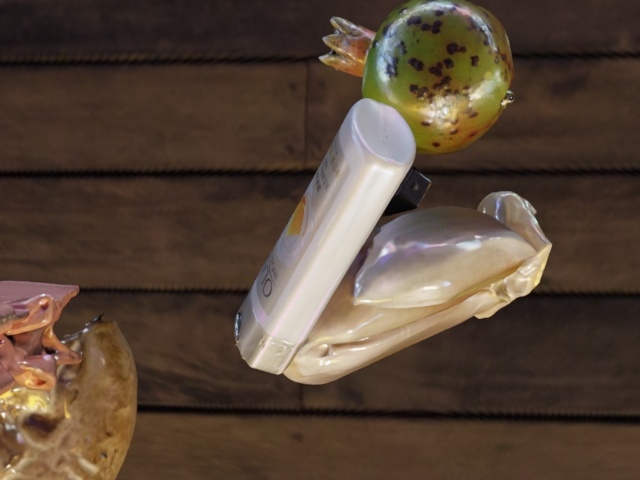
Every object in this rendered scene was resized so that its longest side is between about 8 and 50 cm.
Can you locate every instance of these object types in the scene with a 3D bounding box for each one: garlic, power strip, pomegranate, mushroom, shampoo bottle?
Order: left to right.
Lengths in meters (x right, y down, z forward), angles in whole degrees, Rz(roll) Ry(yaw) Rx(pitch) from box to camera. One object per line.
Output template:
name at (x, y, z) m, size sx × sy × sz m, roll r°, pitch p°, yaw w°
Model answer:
mushroom at (-0.257, 0.175, 1.114) m, size 0.286 × 0.156 × 0.151 m, roll -24°, pitch 89°, yaw -20°
shampoo bottle at (0.000, 0.000, 1.138) m, size 0.056 × 0.227 × 0.086 m, roll 19°, pitch 36°, yaw -16°
garlic at (0.069, 0.053, 1.493) m, size 0.325 × 0.279 × 0.132 m, roll -12°, pitch 67°, yaw -32°
power strip at (0.074, -0.047, 1.463) m, size 0.029 × 0.111 × 0.038 m, roll 36°, pitch 74°, yaw -14°
pomegranate at (0.097, -0.172, 1.446) m, size 0.205 × 0.159 × 0.159 m, roll 20°, pitch 79°, yaw 25°

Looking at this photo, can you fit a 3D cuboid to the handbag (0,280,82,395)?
handbag at (-0.208, 0.050, 0.647) m, size 0.157 × 0.212 × 0.059 m, roll 2°, pitch 94°, yaw 12°
